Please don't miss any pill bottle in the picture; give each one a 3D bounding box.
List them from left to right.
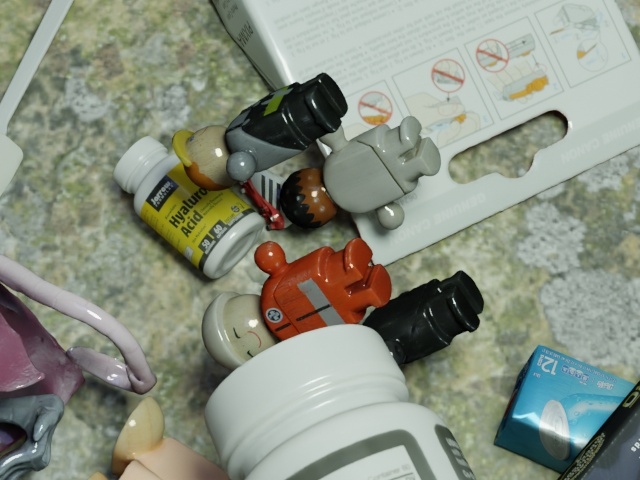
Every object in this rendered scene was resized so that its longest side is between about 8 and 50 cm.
[{"bbox_3d":[-0.107,-0.029,1.328,0.116,0.065,0.065,40,68,12],"label":"pill bottle"},{"bbox_3d":[0.039,0.208,1.090,0.161,0.161,0.283,-20,62,-14],"label":"pill bottle"}]

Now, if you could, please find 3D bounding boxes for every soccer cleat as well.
[{"bbox_3d":[-0.046,-0.047,1.364,0.036,0.029,0.083,-28,75,-26],"label":"soccer cleat"}]

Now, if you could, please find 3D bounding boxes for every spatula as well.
[{"bbox_3d":[-0.303,-0.137,1.384,0.168,0.019,0.242,19,65,8],"label":"spatula"}]

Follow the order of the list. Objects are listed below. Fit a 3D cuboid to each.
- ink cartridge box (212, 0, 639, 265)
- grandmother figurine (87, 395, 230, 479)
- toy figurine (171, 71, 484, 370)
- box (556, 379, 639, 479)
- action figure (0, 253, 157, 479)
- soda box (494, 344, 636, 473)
[{"bbox_3d":[0.083,-0.204,1.437,0.308,0.091,0.385,-25,88,-16],"label":"ink cartridge box"},{"bbox_3d":[-0.017,0.260,1.194,0.342,0.104,0.208,28,75,9],"label":"grandmother figurine"},{"bbox_3d":[0.000,0.000,1.241,0.148,0.213,0.209,-26,68,28],"label":"toy figurine"},{"bbox_3d":[0.344,0.208,1.181,0.318,0.097,0.395,41,86,2],"label":"box"},{"bbox_3d":[-0.324,-0.001,1.185,0.276,0.248,0.370,-29,67,-14],"label":"action figure"},{"bbox_3d":[0.245,0.158,1.280,0.210,0.071,0.067,22,66,4],"label":"soda box"}]
